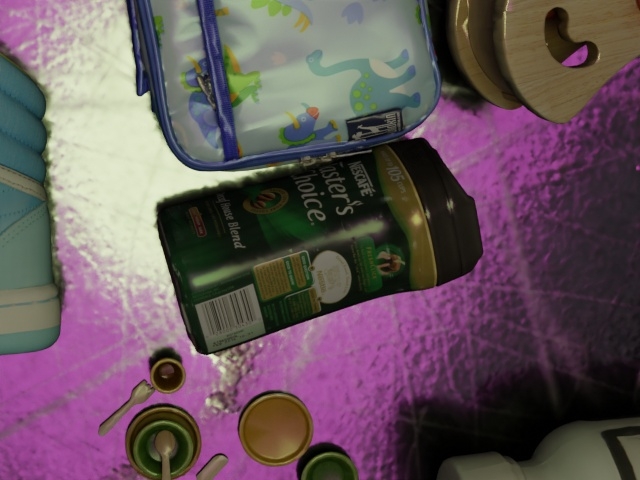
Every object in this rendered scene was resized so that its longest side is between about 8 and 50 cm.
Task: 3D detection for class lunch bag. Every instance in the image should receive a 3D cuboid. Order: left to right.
[{"bbox_3d":[-0.030,-0.152,0.848,0.176,0.090,0.219,-9,97,-5],"label":"lunch bag"}]

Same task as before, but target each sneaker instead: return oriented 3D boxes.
[{"bbox_3d":[-0.283,-0.040,0.767,0.319,0.127,0.208,2,91,-46],"label":"sneaker"}]

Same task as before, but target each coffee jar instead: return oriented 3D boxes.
[{"bbox_3d":[0.000,0.000,0.863,0.184,0.096,0.079,-16,120,-7],"label":"coffee jar"}]

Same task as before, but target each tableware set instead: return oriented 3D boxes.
[{"bbox_3d":[-0.055,0.134,0.909,0.154,0.024,0.104,44,89,-10],"label":"tableware set"}]

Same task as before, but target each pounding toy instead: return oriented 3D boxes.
[{"bbox_3d":[0.172,-0.143,0.820,0.269,0.155,0.154,-2,103,-20],"label":"pounding toy"}]

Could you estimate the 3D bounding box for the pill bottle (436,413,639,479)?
[{"bbox_3d":[0.219,0.186,0.886,0.278,0.162,0.162,-5,97,-7],"label":"pill bottle"}]
